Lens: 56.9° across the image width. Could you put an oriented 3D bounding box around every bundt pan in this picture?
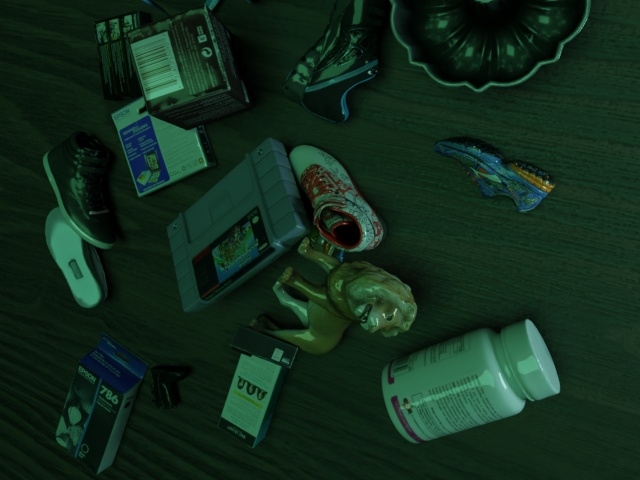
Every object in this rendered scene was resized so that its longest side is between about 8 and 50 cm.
[{"bbox_3d":[0.286,-0.411,0.994,0.330,0.124,0.331,3,98,22],"label":"bundt pan"}]

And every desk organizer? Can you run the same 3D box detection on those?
[{"bbox_3d":[-0.116,0.222,1.210,0.130,0.050,0.047,21,67,2],"label":"desk organizer"}]

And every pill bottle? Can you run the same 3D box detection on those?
[{"bbox_3d":[0.269,0.254,1.073,0.283,0.160,0.160,-26,86,25],"label":"pill bottle"}]

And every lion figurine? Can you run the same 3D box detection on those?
[{"bbox_3d":[0.015,0.142,1.165,0.240,0.142,0.392,32,148,-3],"label":"lion figurine"}]

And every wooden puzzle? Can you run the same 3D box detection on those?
[{"bbox_3d":[0.000,0.000,1.235,0.116,0.014,0.079,21,105,19],"label":"wooden puzzle"}]

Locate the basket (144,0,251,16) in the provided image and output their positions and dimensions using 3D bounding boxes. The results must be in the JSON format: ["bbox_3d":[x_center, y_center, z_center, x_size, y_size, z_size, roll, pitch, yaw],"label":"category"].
[{"bbox_3d":[-0.220,-0.547,1.125,0.289,0.255,0.201,-42,82,11],"label":"basket"}]

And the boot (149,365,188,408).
[{"bbox_3d":[-0.362,0.356,1.426,0.121,0.045,0.099,-5,93,31],"label":"boot"}]

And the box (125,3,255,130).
[{"bbox_3d":[-0.250,-0.335,1.175,0.167,0.203,0.168,-16,91,8],"label":"box"}]

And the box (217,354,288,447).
[{"bbox_3d":[-0.143,0.328,1.317,0.100,0.060,0.244,25,106,19],"label":"box"}]

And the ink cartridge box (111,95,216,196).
[{"bbox_3d":[-0.358,-0.230,1.342,0.206,0.045,0.208,-19,90,24],"label":"ink cartridge box"}]

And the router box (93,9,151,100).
[{"bbox_3d":[-0.444,-0.420,1.353,0.133,0.046,0.179,-3,96,23],"label":"router box"}]

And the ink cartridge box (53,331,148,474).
[{"bbox_3d":[-0.568,0.418,1.516,0.165,0.065,0.333,28,106,18],"label":"ink cartridge box"}]

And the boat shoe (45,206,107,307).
[{"bbox_3d":[-0.601,0.042,1.463,0.095,0.084,0.258,-16,93,0],"label":"boat shoe"}]

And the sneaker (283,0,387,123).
[{"bbox_3d":[0.072,-0.380,1.109,0.139,0.125,0.341,35,117,0],"label":"sneaker"}]

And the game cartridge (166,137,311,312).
[{"bbox_3d":[-0.185,-0.022,1.228,0.355,0.068,0.230,-36,54,29],"label":"game cartridge"}]

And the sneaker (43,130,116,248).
[{"bbox_3d":[-0.548,-0.130,1.405,0.147,0.104,0.296,-37,78,28],"label":"sneaker"}]

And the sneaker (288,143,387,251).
[{"bbox_3d":[0.014,-0.088,1.145,0.090,0.145,0.270,-44,79,22],"label":"sneaker"}]

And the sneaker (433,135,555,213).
[{"bbox_3d":[0.298,-0.119,1.055,0.221,0.083,0.087,32,116,20],"label":"sneaker"}]
